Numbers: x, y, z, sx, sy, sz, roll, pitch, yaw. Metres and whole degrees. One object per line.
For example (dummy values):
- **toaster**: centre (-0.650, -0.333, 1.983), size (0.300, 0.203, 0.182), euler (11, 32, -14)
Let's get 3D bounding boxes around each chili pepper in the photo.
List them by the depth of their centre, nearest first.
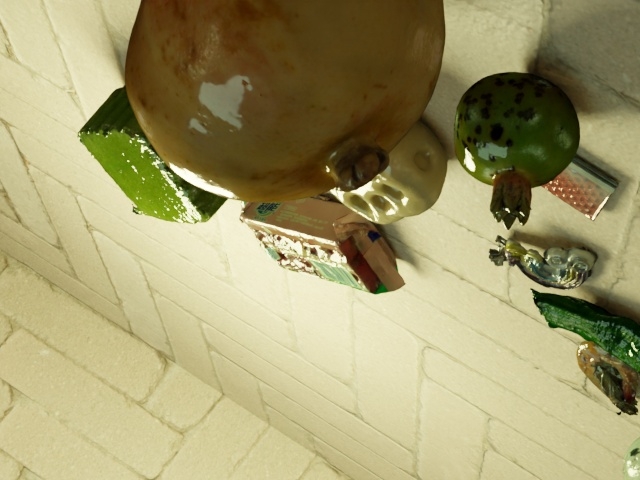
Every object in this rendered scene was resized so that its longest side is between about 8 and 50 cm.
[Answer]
- **chili pepper**: centre (0.422, 0.131, 1.950), size (0.224, 0.061, 0.098), euler (29, 161, 25)

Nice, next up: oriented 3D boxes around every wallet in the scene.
- **wallet**: centre (0.305, -0.103, 1.730), size (0.196, 0.020, 0.103), euler (33, 156, 11)

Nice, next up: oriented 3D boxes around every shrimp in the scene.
- **shrimp**: centre (0.479, 0.228, 2.076), size (0.101, 0.042, 0.190), euler (3, 138, 44)

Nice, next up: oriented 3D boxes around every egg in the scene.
- **egg**: centre (0.573, 0.372, 2.095), size (0.131, 0.131, 0.164), euler (40, 145, -2)

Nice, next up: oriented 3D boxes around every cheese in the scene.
- **cheese**: centre (0.081, -0.120, 1.912), size (0.235, 0.117, 0.218), euler (30, 158, 16)

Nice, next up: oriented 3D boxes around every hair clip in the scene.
- **hair clip**: centre (0.338, 0.031, 1.916), size (0.172, 0.049, 0.116), euler (15, 163, 28)

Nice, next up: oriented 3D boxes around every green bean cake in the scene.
- **green bean cake**: centre (-0.290, -0.161, 2.345), size (0.247, 0.156, 0.250), euler (3, 138, 53)

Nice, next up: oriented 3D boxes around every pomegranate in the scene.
- **pomegranate**: centre (-0.042, -0.218, 1.545), size (0.411, 0.411, 0.411), euler (32, 157, 15)
- **pomegranate**: centre (0.239, -0.116, 1.586), size (0.159, 0.205, 0.159), euler (5, 154, 3)

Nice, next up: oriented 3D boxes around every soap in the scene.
- **soap**: centre (-0.002, 0.002, 2.297), size (0.273, 0.098, 0.218), euler (15, 148, 44)
